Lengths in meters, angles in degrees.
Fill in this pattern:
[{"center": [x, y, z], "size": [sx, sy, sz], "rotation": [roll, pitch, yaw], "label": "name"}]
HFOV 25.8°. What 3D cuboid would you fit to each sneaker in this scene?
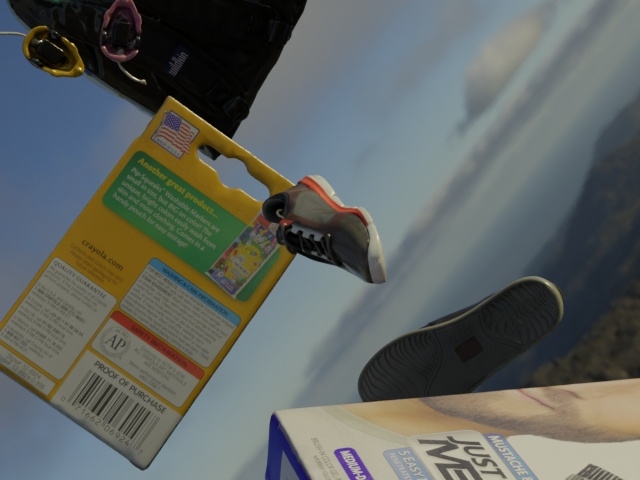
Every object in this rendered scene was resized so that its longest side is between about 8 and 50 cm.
[{"center": [0.148, 0.111, 1.394], "size": [0.222, 0.083, 0.118], "rotation": [-28, -9, 13], "label": "sneaker"}, {"center": [0.000, 0.000, 1.116], "size": [0.065, 0.061, 0.158], "rotation": [-19, 27, -18], "label": "sneaker"}]

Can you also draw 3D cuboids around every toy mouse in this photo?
[{"center": [-0.223, -0.218, 1.339], "size": [0.143, 0.161, 0.031], "rotation": [-63, 13, -6], "label": "toy mouse"}]

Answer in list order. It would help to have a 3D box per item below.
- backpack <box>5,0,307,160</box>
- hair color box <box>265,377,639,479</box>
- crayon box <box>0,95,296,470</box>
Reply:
[{"center": [-0.233, -0.317, 1.789], "size": [0.290, 0.355, 0.273], "rotation": [-62, 22, 19], "label": "backpack"}, {"center": [0.148, 0.183, 0.949], "size": [0.185, 0.339, 0.110], "rotation": [-131, 42, -64], "label": "hair color box"}, {"center": [-0.168, 0.044, 1.430], "size": [0.323, 0.203, 0.083], "rotation": [-55, 2, -7], "label": "crayon box"}]
